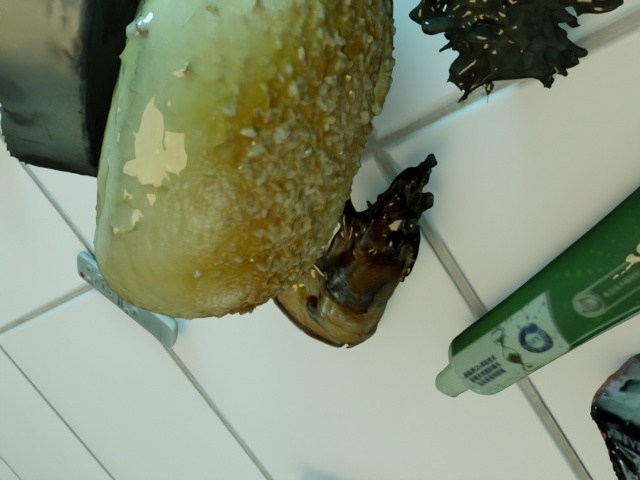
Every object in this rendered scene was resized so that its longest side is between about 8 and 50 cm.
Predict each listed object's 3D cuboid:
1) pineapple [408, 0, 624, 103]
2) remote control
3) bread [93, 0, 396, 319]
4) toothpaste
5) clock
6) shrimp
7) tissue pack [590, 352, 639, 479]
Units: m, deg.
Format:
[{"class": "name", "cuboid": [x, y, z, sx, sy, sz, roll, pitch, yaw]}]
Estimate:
[{"class": "pineapple", "cuboid": [0.093, -0.191, 0.374, 0.157, 0.158, 0.279, 14, 141, 28]}, {"class": "remote control", "cuboid": [-0.262, 0.077, 0.913, 0.184, 0.027, 0.050, 34, 135, 16]}, {"class": "bread", "cuboid": [-0.044, -0.087, 0.449, 0.158, 0.306, 0.306, 19, 135, -3]}, {"class": "toothpaste", "cuboid": [0.209, 0.035, 0.515, 0.098, 0.061, 0.392, 42, 134, 2]}, {"class": "clock", "cuboid": [-0.131, -0.175, 0.446, 0.055, 0.281, 0.281, 15, 134, -5]}, {"class": "shrimp", "cuboid": [0.005, -0.005, 0.632, 0.178, 0.075, 0.289, 36, 149, 11]}, {"class": "tissue pack", "cuboid": [0.358, 0.253, 0.501, 0.333, 0.123, 0.245, 62, 161, -17]}]
